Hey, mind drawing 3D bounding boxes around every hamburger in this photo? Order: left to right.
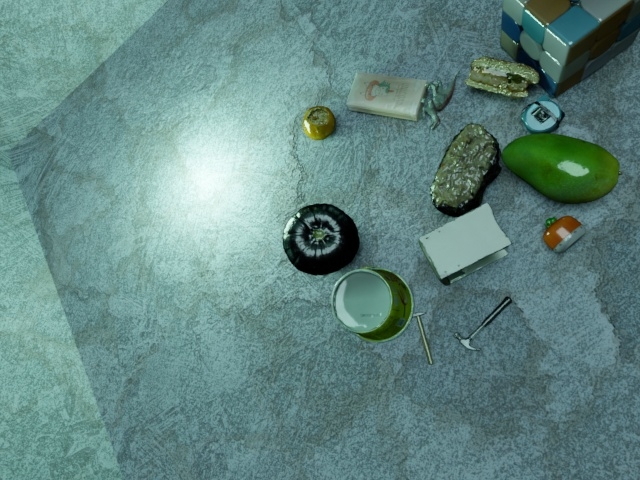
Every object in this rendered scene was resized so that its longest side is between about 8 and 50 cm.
[{"bbox_3d":[0.717,-0.643,1.687,0.262,0.131,0.124,24,123,19],"label":"hamburger"}]

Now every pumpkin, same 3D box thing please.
[{"bbox_3d":[0.000,0.000,1.770,0.315,0.238,0.315,0,86,4],"label":"pumpkin"}]

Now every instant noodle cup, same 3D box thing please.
[{"bbox_3d":[0.186,0.234,1.643,0.311,0.221,0.311,-5,76,22],"label":"instant noodle cup"}]

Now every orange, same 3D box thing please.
[{"bbox_3d":[-0.010,-0.531,1.938,0.155,0.134,0.154,-4,82,26],"label":"orange"}]

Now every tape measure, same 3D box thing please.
[{"bbox_3d":[0.837,-0.466,1.630,0.125,0.081,0.146,-42,67,19],"label":"tape measure"}]

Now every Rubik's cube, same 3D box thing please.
[{"bbox_3d":[0.893,-0.801,1.536,0.344,0.347,0.346,-34,68,10],"label":"Rubik's cube"}]

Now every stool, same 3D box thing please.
[{"bbox_3d":[0.520,0.025,1.555,0.270,0.244,0.170,-29,71,13],"label":"stool"}]

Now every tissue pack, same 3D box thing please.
[{"bbox_3d":[0.290,-0.632,1.878,0.325,0.071,0.170,17,83,23],"label":"tissue pack"}]

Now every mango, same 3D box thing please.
[{"bbox_3d":[0.835,-0.259,1.521,0.382,0.201,0.225,26,98,26],"label":"mango"}]

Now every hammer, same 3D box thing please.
[{"bbox_3d":[0.401,0.373,1.650,0.062,0.013,0.198,-18,73,17],"label":"hammer"},{"bbox_3d":[0.612,0.303,1.578,0.246,0.029,0.103,-45,67,5],"label":"hammer"}]

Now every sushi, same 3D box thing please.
[{"bbox_3d":[0.551,-0.257,1.635,0.211,0.171,0.350,28,94,26],"label":"sushi"}]

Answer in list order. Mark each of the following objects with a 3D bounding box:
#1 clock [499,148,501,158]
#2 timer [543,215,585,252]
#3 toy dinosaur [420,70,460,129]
[{"bbox_3d":[0.668,-0.339,1.700,0.085,0.017,0.085,-4,77,20],"label":"clock"},{"bbox_3d":[0.850,-0.031,1.524,0.136,0.099,0.136,-8,63,16],"label":"timer"},{"bbox_3d":[0.511,-0.600,1.797,0.242,0.053,0.167,-38,93,-4],"label":"toy dinosaur"}]
